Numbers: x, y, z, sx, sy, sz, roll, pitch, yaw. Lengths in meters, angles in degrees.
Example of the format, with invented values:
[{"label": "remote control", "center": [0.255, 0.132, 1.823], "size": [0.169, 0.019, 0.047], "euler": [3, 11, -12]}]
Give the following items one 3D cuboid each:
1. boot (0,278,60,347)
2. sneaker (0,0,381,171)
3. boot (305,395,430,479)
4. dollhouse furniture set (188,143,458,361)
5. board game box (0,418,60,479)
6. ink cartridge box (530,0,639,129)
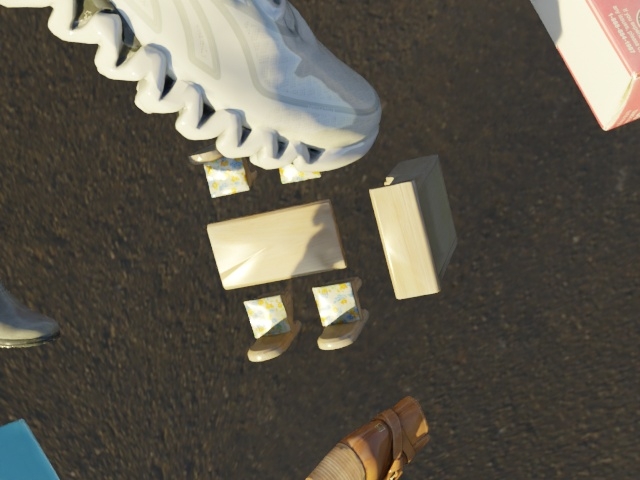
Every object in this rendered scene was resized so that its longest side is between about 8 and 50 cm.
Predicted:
[{"label": "boot", "center": [-0.487, 0.057, 1.430], "size": [0.246, 0.083, 0.161], "euler": [13, 104, 23]}, {"label": "sneaker", "center": [-0.071, -0.133, 0.454], "size": [0.292, 0.118, 0.110], "euler": [31, 22, -29]}, {"label": "boot", "center": [0.079, 0.383, 1.607], "size": [0.220, 0.283, 0.109], "euler": [-37, 53, -23]}, {"label": "dollhouse furniture set", "center": [0.000, 0.000, 1.578], "size": [0.394, 0.256, 0.362], "euler": [-11, 102, 17]}, {"label": "board game box", "center": [-0.369, 0.274, 0.684], "size": [0.336, 0.254, 0.079], "euler": [-18, 62, -42]}, {"label": "ink cartridge box", "center": [0.378, -0.262, 0.982], "size": [0.283, 0.117, 0.207], "euler": [-20, 69, -6]}]
